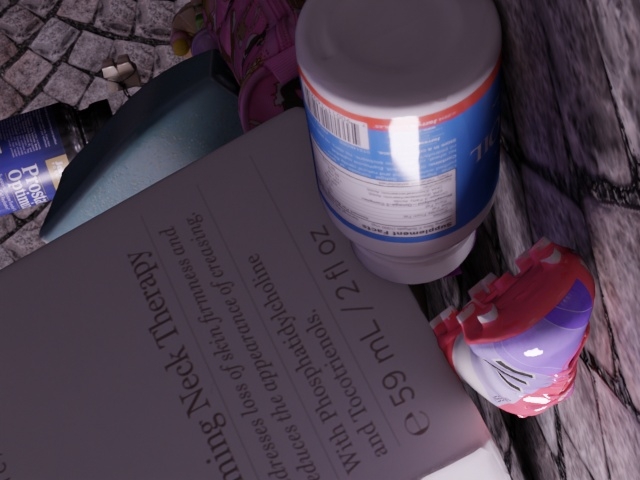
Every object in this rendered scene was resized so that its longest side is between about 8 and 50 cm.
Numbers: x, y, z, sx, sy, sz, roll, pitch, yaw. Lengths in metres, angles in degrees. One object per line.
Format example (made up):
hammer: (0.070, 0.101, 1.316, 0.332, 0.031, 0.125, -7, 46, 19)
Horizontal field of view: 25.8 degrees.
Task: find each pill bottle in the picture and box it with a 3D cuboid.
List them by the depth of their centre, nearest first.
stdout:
pill bottle: (0.055, -0.067, 0.900, 0.221, 0.124, 0.124, 80, 174, -58)
pill bottle: (-0.374, -0.113, 1.860, 0.123, 0.219, 0.123, 162, 90, -84)

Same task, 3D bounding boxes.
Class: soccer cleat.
soccer cleat: (0.127, 0.061, 0.829, 0.095, 0.083, 0.248, 49, 171, 2)

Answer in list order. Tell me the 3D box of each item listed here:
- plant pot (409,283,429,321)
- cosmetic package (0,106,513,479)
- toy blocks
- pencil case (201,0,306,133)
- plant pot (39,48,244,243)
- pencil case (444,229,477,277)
plant pot: (0.019, 0.087, 1.473, 0.263, 0.263, 0.229, -121, 35, -77)
cosmetic package: (-0.075, 0.176, 1.124, 0.329, 0.393, 0.327, 62, -178, 32)
toy blocks: (-0.144, -0.239, 1.765, 0.260, 0.308, 0.289, -97, -7, -68)
pencil case: (-0.028, -0.195, 1.433, 0.160, 0.167, 0.386, -63, 22, 21)
plant pot: (-0.137, -0.071, 1.609, 0.248, 0.252, 0.247, 35, -165, -15)
pencil case: (0.082, -0.023, 1.148, 0.152, 0.064, 0.070, -119, 16, -73)
